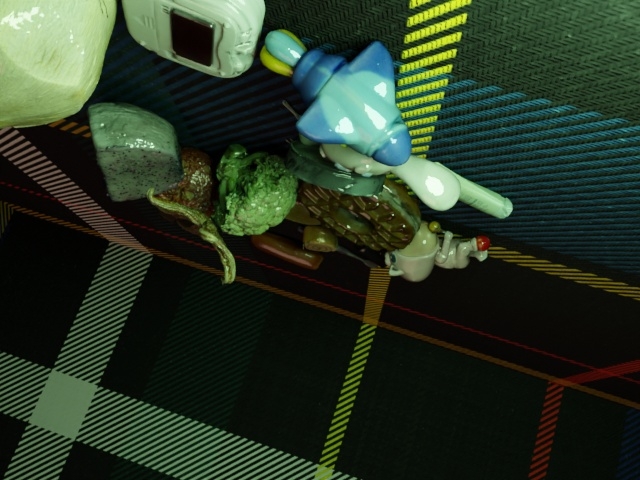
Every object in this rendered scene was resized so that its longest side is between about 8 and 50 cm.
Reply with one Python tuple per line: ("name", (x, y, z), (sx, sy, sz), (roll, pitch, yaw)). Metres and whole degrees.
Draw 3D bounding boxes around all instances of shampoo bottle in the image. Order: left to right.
("shampoo bottle", (0.331, -0.110, 1.338), (0.212, 0.049, 0.072), (24, 159, -14))

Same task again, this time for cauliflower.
("cauliflower", (-0.190, -0.141, 1.574), (0.250, 0.275, 0.272), (56, -176, -4))

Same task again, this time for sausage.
("sausage", (-0.135, 0.034, 2.275), (0.299, 0.084, 0.089), (20, 176, 2))

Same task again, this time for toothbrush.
("toothbrush", (-0.048, -0.270, 1.313), (0.013, 0.011, 0.131), (23, 170, 39))
("toothbrush", (0.064, 0.028, 2.139), (0.353, 0.024, 0.029), (26, 171, -25))

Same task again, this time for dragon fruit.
("dragon fruit", (-0.481, -0.254, 1.557), (0.221, 0.204, 0.283), (-8, 157, -12))

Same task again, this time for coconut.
("coconut", (-0.518, -0.353, 0.954), (0.346, 0.361, 0.346), (16, 163, 5))

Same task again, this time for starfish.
("starfish", (-0.324, -0.023, 1.587), (0.327, 0.094, 0.375), (49, 167, -11))

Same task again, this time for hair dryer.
("hair dryer", (0.231, 0.018, 1.875), (0.128, 0.070, 0.255), (30, 153, -32))

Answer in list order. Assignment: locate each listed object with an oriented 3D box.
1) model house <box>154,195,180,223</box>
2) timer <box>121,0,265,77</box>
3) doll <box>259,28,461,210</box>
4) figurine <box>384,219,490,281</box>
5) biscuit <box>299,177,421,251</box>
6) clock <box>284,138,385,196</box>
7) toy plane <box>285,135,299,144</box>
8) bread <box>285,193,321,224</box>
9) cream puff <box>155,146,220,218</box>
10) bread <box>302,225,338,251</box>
("model house", (-0.461, -0.143, 1.982), (0.180, 0.176, 0.248), (19, 180, -1))
("timer", (-0.220, -0.380, 1.012), (0.236, 0.087, 0.262), (21, 164, -7))
("doll", (0.052, -0.211, 1.076), (0.375, 0.187, 0.365), (11, 161, 28))
("figurine", (0.320, 0.017, 1.651), (0.287, 0.176, 0.186), (-2, 116, 14))
("biscuit", (0.101, -0.085, 1.533), (0.331, 0.103, 0.332), (22, 160, 8))
("clock", (0.034, -0.162, 1.288), (0.225, 0.049, 0.226), (13, -156, -6))
("toy plane", (-0.051, -0.221, 1.437), (0.080, 0.033, 0.083), (25, 167, 22))
("bread", (-0.082, -0.098, 1.871), (0.228, 0.034, 0.228), (18, 164, 5))
("cream puff", (-0.388, -0.156, 1.745), (0.239, 0.164, 0.240), (8, 142, 7))
("bread", (0.000, 0.000, 1.997), (0.122, 0.073, 0.149), (6, 169, 5))
